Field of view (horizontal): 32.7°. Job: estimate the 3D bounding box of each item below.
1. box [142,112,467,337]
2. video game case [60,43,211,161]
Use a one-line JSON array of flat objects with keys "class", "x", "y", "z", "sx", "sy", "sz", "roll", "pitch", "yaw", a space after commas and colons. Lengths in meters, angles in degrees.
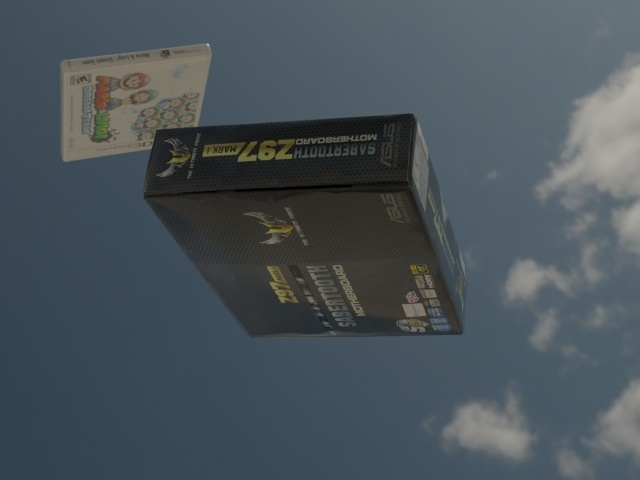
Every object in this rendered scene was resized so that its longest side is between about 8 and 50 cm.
[{"class": "box", "x": 0.000, "y": 0.000, "z": 0.796, "sx": 0.183, "sy": 0.059, "sz": 0.233, "roll": -1, "pitch": -30, "yaw": 16}, {"class": "video game case", "x": -0.188, "y": -0.136, "z": 1.092, "sx": 0.143, "sy": 0.019, "sz": 0.157, "roll": -10, "pitch": -25, "yaw": -18}]
